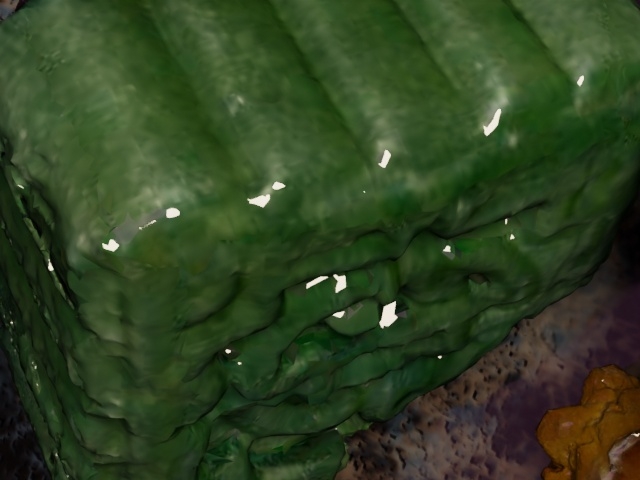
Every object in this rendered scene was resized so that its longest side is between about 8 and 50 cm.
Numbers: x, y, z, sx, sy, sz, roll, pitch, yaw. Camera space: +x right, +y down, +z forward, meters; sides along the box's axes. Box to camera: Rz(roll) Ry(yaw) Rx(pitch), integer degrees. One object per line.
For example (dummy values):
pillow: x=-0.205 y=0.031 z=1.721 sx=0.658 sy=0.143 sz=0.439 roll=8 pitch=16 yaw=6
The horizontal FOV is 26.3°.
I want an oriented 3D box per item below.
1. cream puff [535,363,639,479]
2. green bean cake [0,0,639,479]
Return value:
cream puff: x=0.168 y=0.117 z=0.690 sx=0.122 sy=0.094 sz=0.116 roll=7 pitch=93 yaw=0
green bean cake: x=0.000 y=0.000 z=0.687 sx=0.308 sy=0.300 sz=0.169 roll=-18 pitch=59 yaw=-20
